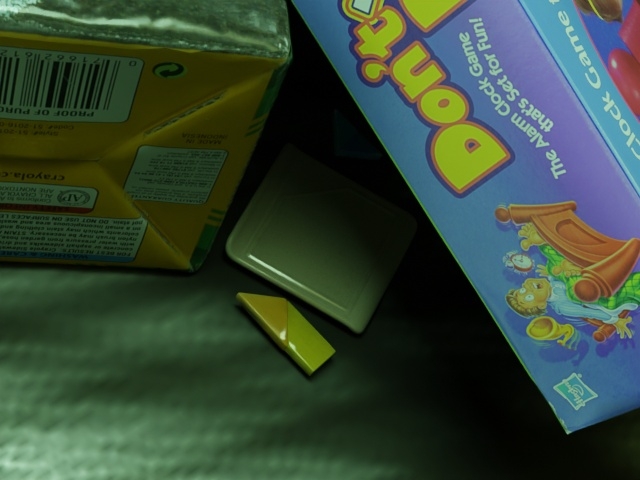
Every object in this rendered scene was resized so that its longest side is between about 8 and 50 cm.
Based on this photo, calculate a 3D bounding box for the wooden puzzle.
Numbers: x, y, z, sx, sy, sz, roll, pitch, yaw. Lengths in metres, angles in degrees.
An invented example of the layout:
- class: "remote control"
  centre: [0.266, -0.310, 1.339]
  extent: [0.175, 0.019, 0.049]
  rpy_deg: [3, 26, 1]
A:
- class: "wooden puzzle"
  centre: [0.000, 0.000, 0.758]
  extent: [0.078, 0.014, 0.116]
  rpy_deg: [38, 58, -1]

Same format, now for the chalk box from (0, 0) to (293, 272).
- class: "chalk box"
  centre: [-0.124, -0.155, 0.706]
  extent: [0.180, 0.179, 0.289]
  rpy_deg: [4, 61, -15]

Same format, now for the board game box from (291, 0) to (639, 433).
- class: "board game box"
  centre: [0.076, -0.134, 0.667]
  extent: [0.347, 0.078, 0.233]
  rpy_deg: [57, 37, -7]
